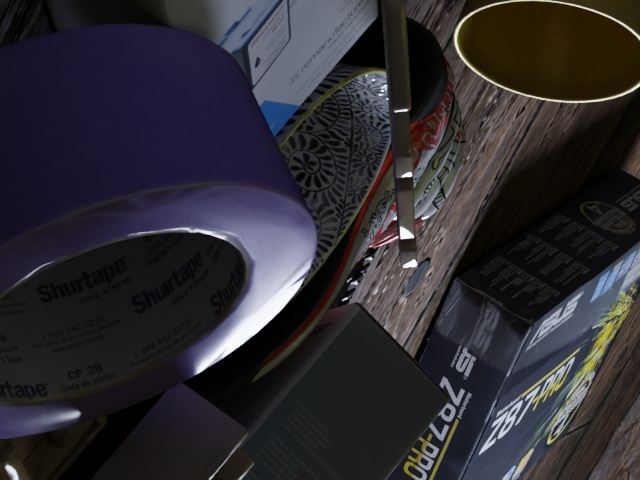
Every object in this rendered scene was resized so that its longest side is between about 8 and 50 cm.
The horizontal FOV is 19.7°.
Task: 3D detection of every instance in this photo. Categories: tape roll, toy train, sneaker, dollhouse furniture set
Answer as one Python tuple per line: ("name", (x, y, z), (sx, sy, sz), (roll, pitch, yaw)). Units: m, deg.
("tape roll", (-0.102, 0.001, 0.757), (0.189, 0.080, 0.189), (-21, 154, -11))
("toy train", (0.011, 0.022, 1.245), (0.036, 0.027, 0.158), (-33, -172, 20))
("sneaker", (0.001, 0.000, 1.139), (0.270, 0.090, 0.145), (-57, 160, -7))
("dollhouse furniture set", (-0.104, 0.175, 0.915), (0.161, 0.242, 0.212), (-49, 160, -21))

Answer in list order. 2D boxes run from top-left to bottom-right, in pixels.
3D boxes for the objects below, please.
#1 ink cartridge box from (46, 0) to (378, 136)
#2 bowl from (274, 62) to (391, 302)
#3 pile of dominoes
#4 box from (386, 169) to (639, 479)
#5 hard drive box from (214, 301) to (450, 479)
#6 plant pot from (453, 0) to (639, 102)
("ink cartridge box", (-0.047, -0.123, 0.820), (0.139, 0.082, 0.190), (-51, 163, -18))
("bowl", (-0.038, -0.037, 0.988), (0.170, 0.080, 0.170), (-48, 160, -24))
("pile of dominoes", (0.046, -0.140, 0.852), (0.196, 0.040, 0.251), (83, 3, -64))
("box", (0.200, 0.123, 1.858), (0.395, 0.097, 0.318), (-29, 144, -55))
("hard drive box", (-0.053, 0.159, 1.148), (0.232, 0.089, 0.181), (-48, -169, -24))
("plant pot", (0.164, -0.167, 1.248), (0.134, 0.134, 0.095), (78, 23, -66))
